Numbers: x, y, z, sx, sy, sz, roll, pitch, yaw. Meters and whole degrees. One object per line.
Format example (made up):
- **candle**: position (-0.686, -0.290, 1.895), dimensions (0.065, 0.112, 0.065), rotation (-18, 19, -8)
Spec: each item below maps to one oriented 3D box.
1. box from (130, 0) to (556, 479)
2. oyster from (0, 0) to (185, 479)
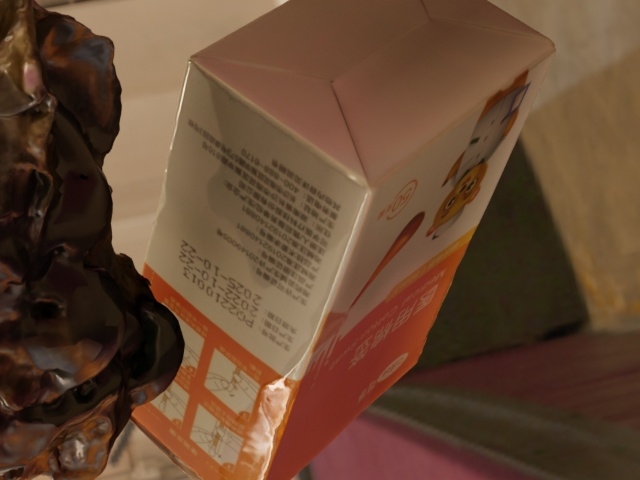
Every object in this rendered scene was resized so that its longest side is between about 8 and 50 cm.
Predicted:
- **box**: position (0.000, 0.000, 0.984), dimensions (0.143, 0.225, 0.341), rotation (36, 136, 19)
- **oyster**: position (-0.146, -0.024, 0.730), dimensions (0.221, 0.096, 0.361), rotation (-62, -31, -58)
